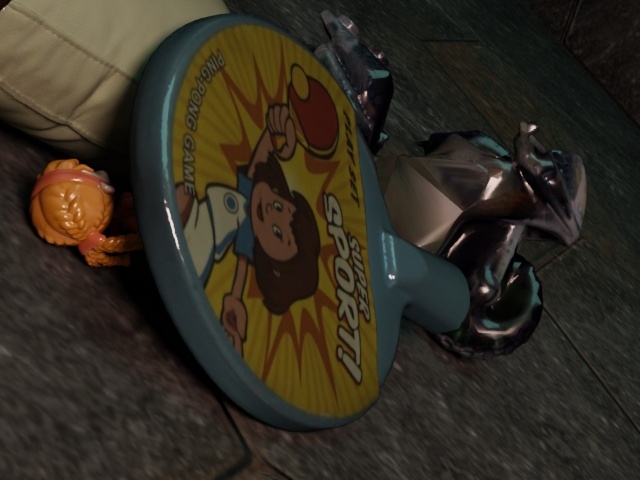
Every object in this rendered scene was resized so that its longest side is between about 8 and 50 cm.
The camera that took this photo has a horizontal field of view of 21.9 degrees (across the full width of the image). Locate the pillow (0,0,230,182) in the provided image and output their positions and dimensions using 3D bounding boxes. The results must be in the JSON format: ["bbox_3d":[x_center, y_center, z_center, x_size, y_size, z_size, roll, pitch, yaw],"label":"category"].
[{"bbox_3d":[-0.157,-0.161,0.918,0.255,0.120,0.322,30,21,-50],"label":"pillow"}]

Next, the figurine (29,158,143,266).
[{"bbox_3d":[-0.092,-0.010,0.813,0.109,0.064,0.047,13,55,-42],"label":"figurine"}]

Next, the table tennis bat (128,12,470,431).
[{"bbox_3d":[0.000,0.000,0.881,0.329,0.044,0.215,25,55,-58],"label":"table tennis bat"}]

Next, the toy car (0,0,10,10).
[{"bbox_3d":[-0.183,-0.218,0.675,0.240,0.271,0.340,39,42,-3],"label":"toy car"}]

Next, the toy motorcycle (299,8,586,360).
[{"bbox_3d":[0.073,-0.052,1.122,0.270,0.159,0.106,49,-4,14],"label":"toy motorcycle"}]
